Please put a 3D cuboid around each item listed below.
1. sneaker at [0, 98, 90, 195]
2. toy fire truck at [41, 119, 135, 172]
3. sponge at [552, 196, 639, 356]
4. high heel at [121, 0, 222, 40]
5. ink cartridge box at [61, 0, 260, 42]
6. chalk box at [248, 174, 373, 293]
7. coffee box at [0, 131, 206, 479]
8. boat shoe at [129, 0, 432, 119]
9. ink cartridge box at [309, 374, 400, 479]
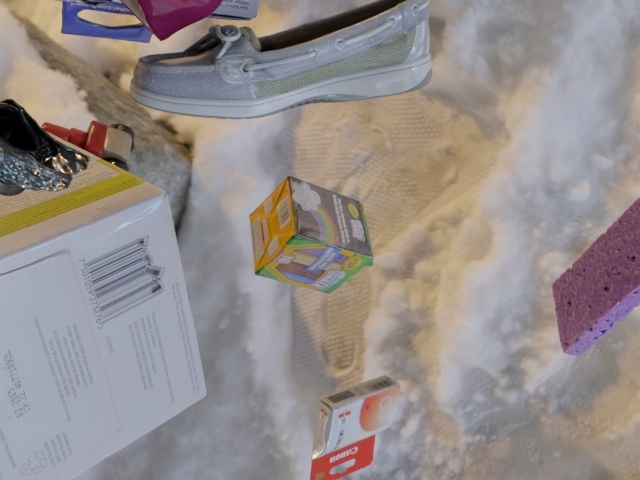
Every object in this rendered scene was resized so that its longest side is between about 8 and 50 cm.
[{"bbox_3d":[-0.280,-0.097,0.597,0.170,0.051,0.089,44,138,-14],"label":"sneaker"},{"bbox_3d":[-0.483,-0.123,1.280,0.217,0.246,0.158,-46,36,44],"label":"toy fire truck"},{"bbox_3d":[0.375,0.050,0.930,0.031,0.117,0.210,15,139,-11],"label":"sponge"},{"bbox_3d":[-0.185,-0.209,0.475,0.181,0.377,0.127,-48,69,31],"label":"high heel"},{"bbox_3d":[-0.181,-0.368,0.663,0.151,0.270,0.395,-125,41,-50],"label":"ink cartridge box"},{"bbox_3d":[0.000,0.000,1.260,0.132,0.213,0.132,-41,44,37],"label":"chalk box"},{"bbox_3d":[-0.405,0.092,0.948,0.334,0.338,0.337,24,130,39],"label":"coffee box"},{"bbox_3d":[-0.038,-0.194,0.741,0.320,0.118,0.103,-8,116,-9],"label":"boat shoe"},{"bbox_3d":[0.054,0.317,1.149,0.045,0.145,0.179,25,118,47],"label":"ink cartridge box"}]
